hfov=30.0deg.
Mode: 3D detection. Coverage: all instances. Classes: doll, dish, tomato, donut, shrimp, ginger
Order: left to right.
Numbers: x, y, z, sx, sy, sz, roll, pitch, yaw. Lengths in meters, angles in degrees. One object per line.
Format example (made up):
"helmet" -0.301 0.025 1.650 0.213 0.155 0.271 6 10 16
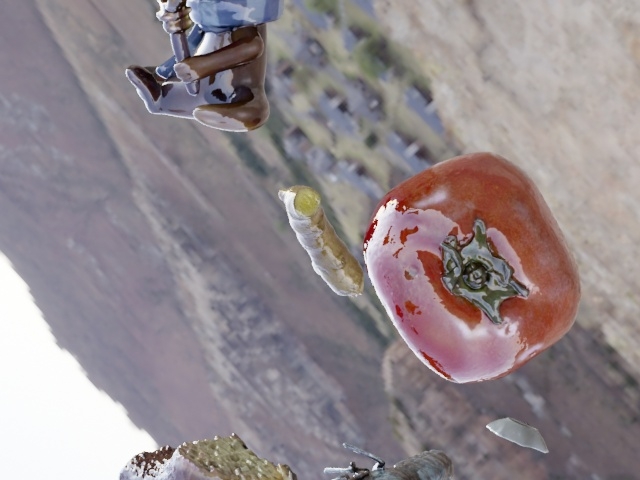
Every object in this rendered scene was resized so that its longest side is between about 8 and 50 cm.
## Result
"donut" -0.137 0.286 1.342 0.126 0.144 0.186 18 -178 -35
"doll" -0.156 -0.315 1.682 0.209 0.340 0.318 9 -156 -5
"ginger" 0.002 -0.003 1.972 0.118 0.065 0.299 30 161 31
"shrimp" 0.099 0.448 2.077 0.166 0.410 0.221 -37 75 51
"tomato" 0.227 0.036 1.772 0.325 0.293 0.290 53 -176 1
"dish" 0.409 0.391 2.441 0.137 0.039 0.091 21 -177 -9

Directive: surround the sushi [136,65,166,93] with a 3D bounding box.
"sushi" -0.243 -0.288 2.209 0.103 0.226 0.097 -36 74 60
